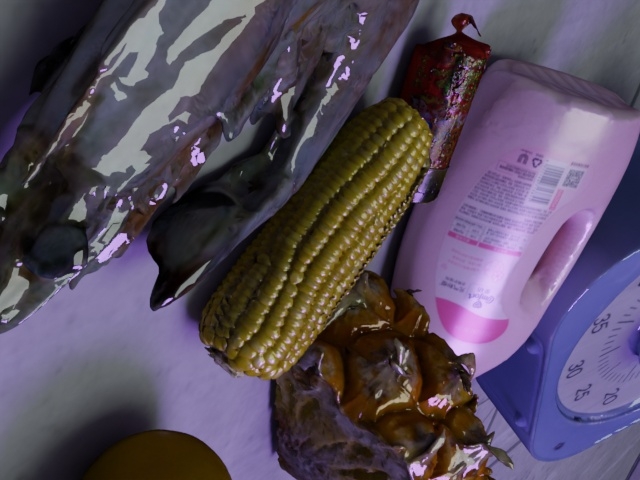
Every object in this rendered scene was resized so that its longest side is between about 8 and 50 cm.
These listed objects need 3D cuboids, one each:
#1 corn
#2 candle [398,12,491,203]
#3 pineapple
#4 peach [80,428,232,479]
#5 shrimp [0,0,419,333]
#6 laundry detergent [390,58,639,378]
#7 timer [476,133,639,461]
[{"bbox_3d":[0.000,0.000,0.648,0.203,0.072,0.072,-54,153,-7],"label":"corn"},{"bbox_3d":[0.077,-0.092,0.695,0.052,0.052,0.130,-18,135,-51],"label":"candle"},{"bbox_3d":[0.039,0.142,0.788,0.114,0.186,0.236,-31,100,-35],"label":"pineapple"},{"bbox_3d":[-0.090,0.204,0.615,0.103,0.179,0.179,-11,143,-1],"label":"peach"},{"bbox_3d":[-0.048,-0.065,0.505,0.360,0.085,0.247,-48,159,-24],"label":"shrimp"},{"bbox_3d":[0.133,0.024,0.843,0.159,0.088,0.335,11,117,-22],"label":"laundry detergent"},{"bbox_3d":[0.347,0.049,1.040,0.395,0.173,0.395,-20,141,-17],"label":"timer"}]
